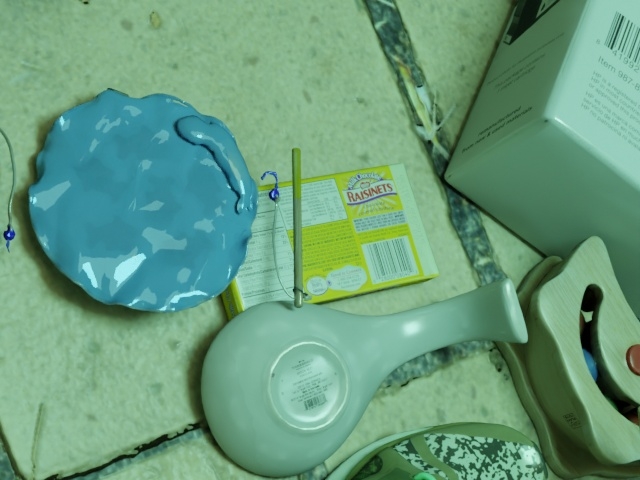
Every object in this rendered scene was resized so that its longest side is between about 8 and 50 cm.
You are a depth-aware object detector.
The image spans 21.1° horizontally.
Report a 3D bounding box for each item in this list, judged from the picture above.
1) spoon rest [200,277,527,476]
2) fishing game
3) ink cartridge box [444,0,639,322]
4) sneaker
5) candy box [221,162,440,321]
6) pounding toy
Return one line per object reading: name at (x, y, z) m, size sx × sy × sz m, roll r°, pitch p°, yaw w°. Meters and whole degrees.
spoon rest at (0.030, 0.098, 1.375) m, size 0.276 × 0.084 × 0.137 m, roll -17°, pitch 93°, yaw -25°
fishing game at (-0.138, -0.030, 1.326) m, size 0.264 × 0.041 × 0.189 m, roll 2°, pitch 68°, yaw -20°
ink cartridge box at (0.323, -0.153, 1.601) m, size 0.285 × 0.166 × 0.395 m, roll 35°, pitch 57°, yaw -17°
sneaker at (0.043, 0.235, 1.256) m, size 0.410 × 0.182 × 0.158 m, roll -21°, pitch 86°, yaw -36°
candy box at (0.000, 0.000, 1.418) m, size 0.205 × 0.027 × 0.105 m, roll -10°, pitch 76°, yaw -35°
pounding toy at (0.277, 0.123, 1.471) m, size 0.154 × 0.155 × 0.270 m, roll -20°, pitch 83°, yaw -32°
